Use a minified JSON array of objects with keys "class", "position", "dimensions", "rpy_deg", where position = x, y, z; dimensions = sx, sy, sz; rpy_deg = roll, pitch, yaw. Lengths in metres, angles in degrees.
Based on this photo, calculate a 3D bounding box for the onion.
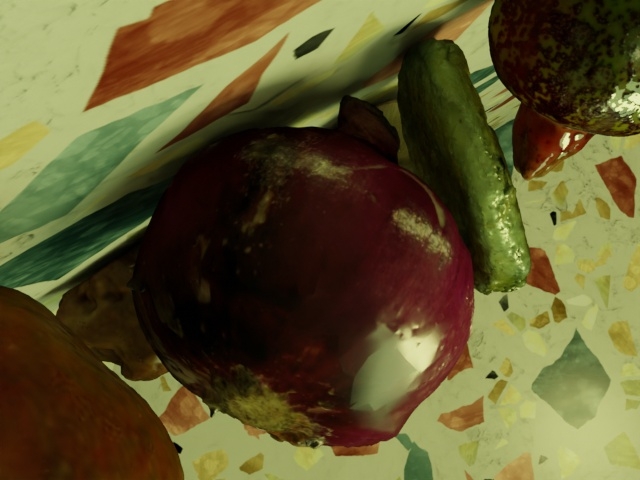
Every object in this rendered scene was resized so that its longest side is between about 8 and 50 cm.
[{"class":"onion","position":[0.000,0.000,1.017],"dimensions":[0.347,0.347,0.385],"rpy_deg":[-34,-151,55]}]

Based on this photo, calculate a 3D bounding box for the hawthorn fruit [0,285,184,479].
[{"class":"hawthorn fruit","position":[-0.295,0.211,0.800],"dimensions":[0.402,0.403,0.403],"rpy_deg":[-30,177,-2]}]

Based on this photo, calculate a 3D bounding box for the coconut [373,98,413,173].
[{"class":"coconut","position":[0.108,-0.067,1.291],"dimensions":[0.227,0.227,0.230],"rpy_deg":[-31,-176,14]}]

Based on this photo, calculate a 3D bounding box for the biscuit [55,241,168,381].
[{"class":"biscuit","position":[-0.127,0.042,1.399],"dimensions":[0.342,0.166,0.395],"rpy_deg":[-29,179,23]}]

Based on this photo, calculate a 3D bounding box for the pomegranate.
[{"class":"pomegranate","position":[0.247,-0.164,0.979],"dimensions":[0.214,0.214,0.248],"rpy_deg":[-26,148,-55]}]

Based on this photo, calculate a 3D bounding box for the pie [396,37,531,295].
[{"class":"pie","position":[0.147,-0.080,1.047],"dimensions":[0.078,0.277,0.277],"rpy_deg":[-17,176,-6]}]
